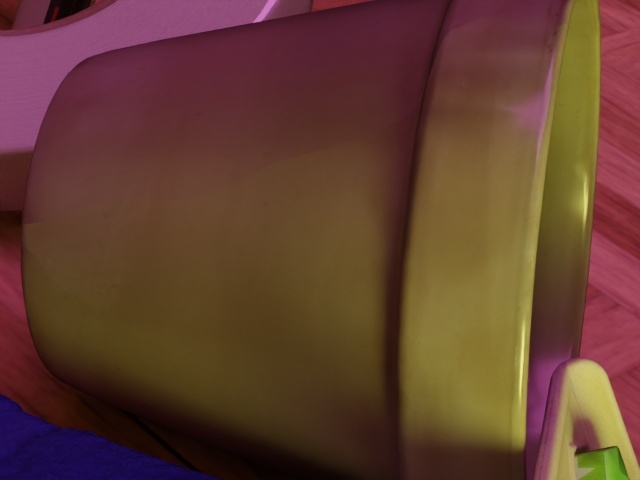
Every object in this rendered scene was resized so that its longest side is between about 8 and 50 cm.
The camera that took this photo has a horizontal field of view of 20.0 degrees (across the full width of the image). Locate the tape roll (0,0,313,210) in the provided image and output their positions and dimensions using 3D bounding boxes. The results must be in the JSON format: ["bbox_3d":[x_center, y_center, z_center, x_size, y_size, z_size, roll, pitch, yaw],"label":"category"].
[{"bbox_3d":[-0.193,-0.197,1.223,0.392,0.072,0.392,-3,57,4],"label":"tape roll"}]

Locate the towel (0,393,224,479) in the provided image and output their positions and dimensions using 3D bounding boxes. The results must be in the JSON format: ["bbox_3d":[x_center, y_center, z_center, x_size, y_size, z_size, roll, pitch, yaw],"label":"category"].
[{"bbox_3d":[-0.202,0.140,0.765,0.308,0.076,0.227,17,35,37],"label":"towel"}]

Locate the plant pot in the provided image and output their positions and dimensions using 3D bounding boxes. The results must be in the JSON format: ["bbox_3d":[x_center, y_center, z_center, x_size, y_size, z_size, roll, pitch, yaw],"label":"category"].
[{"bbox_3d":[0.000,0.000,1.004,0.280,0.323,0.323,6,29,14],"label":"plant pot"}]

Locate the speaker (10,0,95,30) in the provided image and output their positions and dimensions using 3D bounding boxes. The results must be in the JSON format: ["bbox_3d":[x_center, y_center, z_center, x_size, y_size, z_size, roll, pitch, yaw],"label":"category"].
[{"bbox_3d":[-0.188,-0.201,1.350,0.055,0.136,0.055,19,24,-9],"label":"speaker"}]

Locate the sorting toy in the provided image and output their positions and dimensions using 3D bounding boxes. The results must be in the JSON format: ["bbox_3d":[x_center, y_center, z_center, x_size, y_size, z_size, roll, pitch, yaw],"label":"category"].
[{"bbox_3d":[0.141,0.184,0.864,0.038,0.193,0.208,-12,24,24],"label":"sorting toy"}]
